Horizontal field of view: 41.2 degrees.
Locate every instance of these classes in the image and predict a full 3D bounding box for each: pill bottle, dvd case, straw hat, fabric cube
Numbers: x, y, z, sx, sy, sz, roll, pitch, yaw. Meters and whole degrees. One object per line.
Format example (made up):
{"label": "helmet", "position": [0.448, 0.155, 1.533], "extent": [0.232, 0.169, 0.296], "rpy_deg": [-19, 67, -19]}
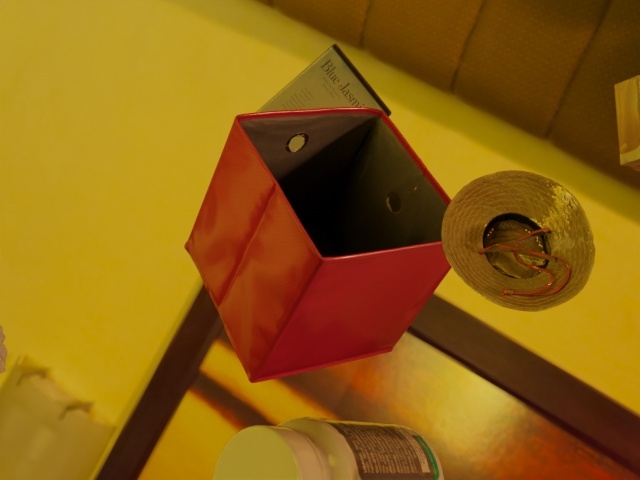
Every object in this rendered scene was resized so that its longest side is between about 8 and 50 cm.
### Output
{"label": "pill bottle", "position": [0.019, 0.381, 1.326], "extent": [0.204, 0.204, 0.361], "rpy_deg": [33, -171, 40]}
{"label": "dvd case", "position": [-0.006, -0.251, 1.735], "extent": [0.180, 0.253, 0.022], "rpy_deg": [50, -156, -7]}
{"label": "straw hat", "position": [0.180, 0.012, 0.793], "extent": [0.144, 0.144, 0.061], "rpy_deg": [30, 160, 19]}
{"label": "fabric cube", "position": [0.000, 0.000, 1.169], "extent": [0.254, 0.258, 0.259], "rpy_deg": [-9, -126, -34]}

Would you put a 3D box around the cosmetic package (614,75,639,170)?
{"label": "cosmetic package", "position": [0.425, -0.153, 1.124], "extent": [0.060, 0.115, 0.041], "rpy_deg": [11, 163, -34]}

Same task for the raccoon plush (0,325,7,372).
{"label": "raccoon plush", "position": [-0.282, -0.112, 0.515], "extent": [0.446, 0.299, 0.216], "rpy_deg": [43, -152, -41]}
